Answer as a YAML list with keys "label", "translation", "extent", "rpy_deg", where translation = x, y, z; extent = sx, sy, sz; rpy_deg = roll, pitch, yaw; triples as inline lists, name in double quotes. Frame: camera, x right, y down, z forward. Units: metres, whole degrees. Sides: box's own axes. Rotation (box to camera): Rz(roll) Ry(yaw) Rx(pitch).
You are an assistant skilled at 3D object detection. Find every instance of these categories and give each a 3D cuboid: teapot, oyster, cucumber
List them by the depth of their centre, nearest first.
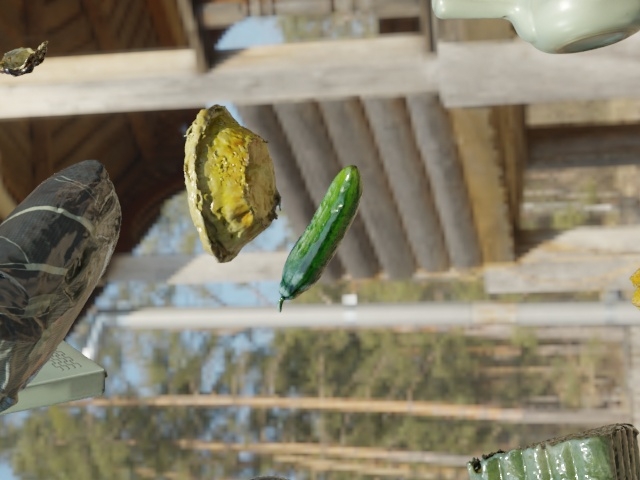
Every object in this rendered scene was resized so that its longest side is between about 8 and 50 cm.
- label: "oyster"
  translation: [-0.395, -0.245, 1.828]
  extent: [0.132, 0.086, 0.029]
  rpy_deg: [-41, -60, -55]
- label: "cucumber"
  translation: [0.000, 0.000, 1.829]
  extent: [0.250, 0.056, 0.056]
  rpy_deg: [-59, 5, 28]
- label: "teapot"
  translation: [0.357, -0.369, 2.090]
  extent: [0.220, 0.318, 0.149]
  rpy_deg: [-23, 77, 61]

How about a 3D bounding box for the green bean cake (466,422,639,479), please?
- label: "green bean cake"
  translation: [0.284, 0.281, 1.600]
  extent: [0.173, 0.181, 0.094]
  rpy_deg: [4, -108, -65]

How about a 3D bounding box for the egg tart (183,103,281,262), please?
- label: "egg tart"
  translation: [-0.114, -0.077, 1.782]
  extent: [0.212, 0.090, 0.212]
  rpy_deg: [-8, -90, -71]

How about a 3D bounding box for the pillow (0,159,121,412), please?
- label: "pillow"
  translation: [-0.235, 0.035, 1.101]
  extent: [0.161, 0.093, 0.335]
  rpy_deg: [-60, 5, 25]

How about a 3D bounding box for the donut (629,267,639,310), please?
- label: "donut"
  translation: [0.533, 0.072, 2.115]
  extent: [0.043, 0.097, 0.108]
  rpy_deg: [48, -144, -25]

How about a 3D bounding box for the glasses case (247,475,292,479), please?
- label: "glasses case"
  translation: [-0.109, 0.498, 1.951]
  extent: [0.131, 0.074, 0.323]
  rpy_deg: [10, -79, -54]

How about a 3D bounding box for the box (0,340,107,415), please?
- label: "box"
  translation: [-0.444, 0.180, 1.937]
  extent: [0.211, 0.270, 0.045]
  rpy_deg: [-9, -72, -34]
